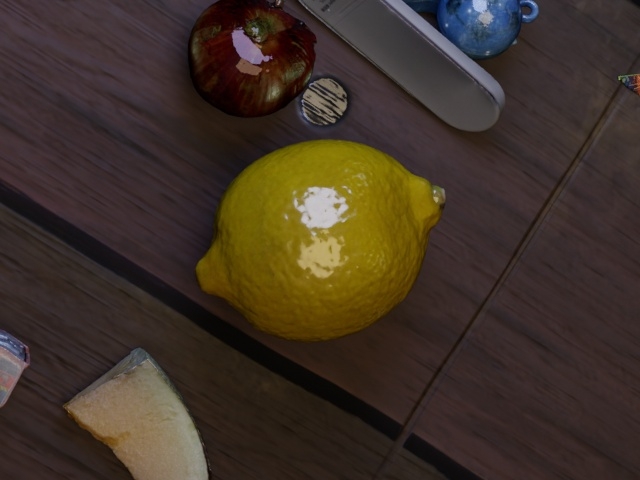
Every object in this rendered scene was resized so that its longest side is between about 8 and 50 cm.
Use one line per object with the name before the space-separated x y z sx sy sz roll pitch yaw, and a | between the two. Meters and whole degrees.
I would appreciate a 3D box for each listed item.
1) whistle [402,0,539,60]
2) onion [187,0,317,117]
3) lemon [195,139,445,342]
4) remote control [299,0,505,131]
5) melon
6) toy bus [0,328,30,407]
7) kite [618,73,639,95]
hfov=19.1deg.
whistle | 0.133 -0.211 1.806 0.158 0.090 0.090 -9 98 -12
onion | -0.067 -0.167 1.751 0.117 0.118 0.118 29 89 8
lemon | 0.000 0.000 1.751 0.244 0.187 0.187 -22 101 -14
remote control | 0.075 -0.188 1.801 0.245 0.077 0.022 39 51 -13
melon | -0.151 0.196 1.807 0.098 0.054 0.182 -39 102 0
toy bus | -0.362 0.086 1.740 0.192 0.065 0.077 25 98 -14
kite | 0.351 -0.138 1.903 0.122 0.004 0.090 36 88 -14
